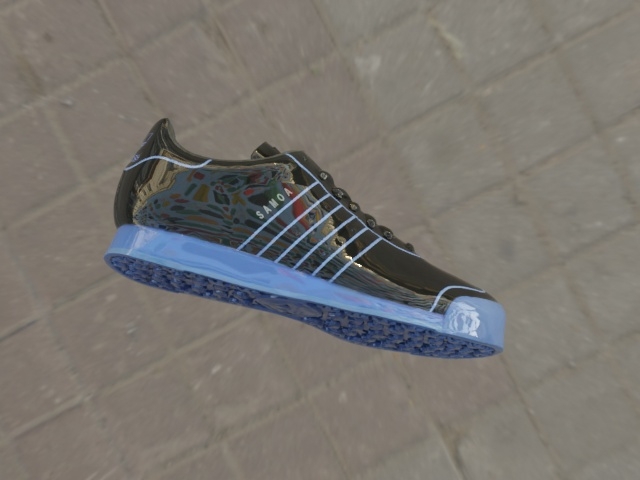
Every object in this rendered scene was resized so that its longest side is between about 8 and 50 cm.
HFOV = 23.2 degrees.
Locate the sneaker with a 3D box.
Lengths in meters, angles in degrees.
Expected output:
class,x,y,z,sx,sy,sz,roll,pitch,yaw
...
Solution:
class,x,y,z,sx,sy,sz,roll,pitch,yaw
sneaker,0.000,0.000,0.870,0.232,0.081,0.090,16,73,-10
